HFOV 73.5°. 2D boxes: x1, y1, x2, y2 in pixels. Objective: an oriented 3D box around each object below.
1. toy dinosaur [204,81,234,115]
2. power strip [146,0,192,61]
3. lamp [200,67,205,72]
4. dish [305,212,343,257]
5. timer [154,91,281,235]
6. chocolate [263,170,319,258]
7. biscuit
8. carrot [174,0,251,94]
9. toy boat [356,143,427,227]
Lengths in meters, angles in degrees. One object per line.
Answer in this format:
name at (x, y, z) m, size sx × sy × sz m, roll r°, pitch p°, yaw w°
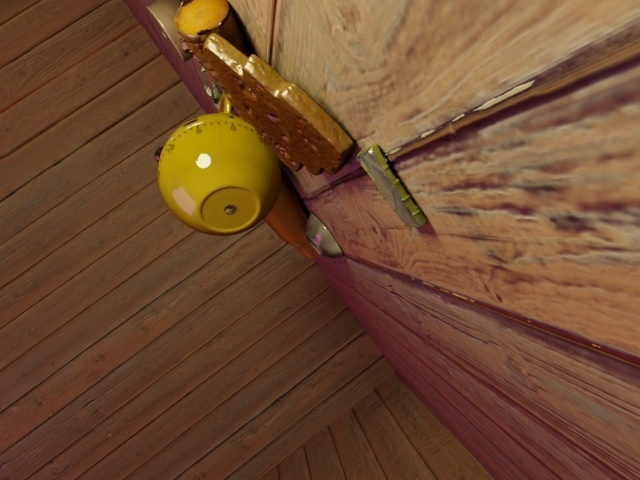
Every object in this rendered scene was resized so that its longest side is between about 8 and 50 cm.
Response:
toy dinosaur at (-0.315, -0.441, 1.424) m, size 0.242 × 0.053 × 0.167 m, roll 52°, pitch 176°, yaw 15°
power strip at (-0.361, -0.535, 1.076) m, size 0.154 × 0.078 × 0.154 m, roll 52°, pitch 175°, yaw 6°
lamp at (-0.222, -0.390, 1.112) m, size 0.198 × 0.056 × 0.050 m, roll 43°, pitch 177°, yaw -17°
dish at (0.000, 0.000, 1.454) m, size 0.190 × 0.066 × 0.190 m, roll 53°, pitch 175°, yaw 7°
timer at (-0.291, -0.208, 1.226) m, size 0.376 × 0.376 × 0.387 m, roll 59°, pitch -174°, yaw -47°
chocolate at (-0.116, -0.088, 1.554) m, size 0.162 × 0.162 × 0.445 m, roll 48°, pitch 177°, yaw 43°
biscuit at (-0.046, -0.184, 0.665) m, size 0.301 × 0.043 × 0.278 m, roll 35°, pitch 168°, yaw 39°
carrot at (-0.154, -0.308, 0.767) m, size 0.102 × 0.102 × 0.263 m, roll 51°, pitch 179°, yaw 23°
toy boat at (0.088, -0.067, 0.535) m, size 0.115 × 0.016 × 0.063 m, roll 54°, pitch 174°, yaw -10°
